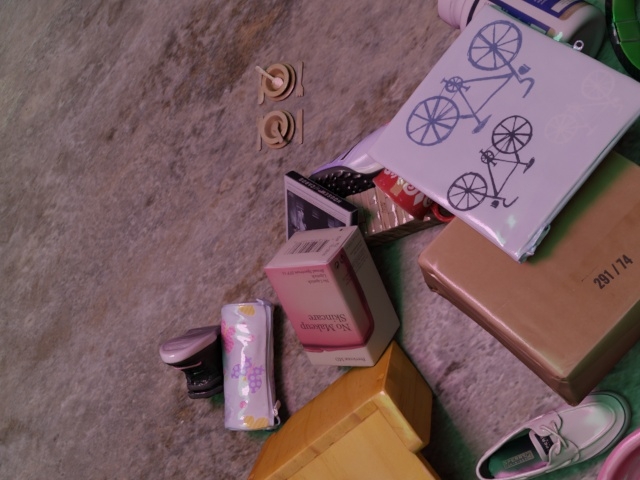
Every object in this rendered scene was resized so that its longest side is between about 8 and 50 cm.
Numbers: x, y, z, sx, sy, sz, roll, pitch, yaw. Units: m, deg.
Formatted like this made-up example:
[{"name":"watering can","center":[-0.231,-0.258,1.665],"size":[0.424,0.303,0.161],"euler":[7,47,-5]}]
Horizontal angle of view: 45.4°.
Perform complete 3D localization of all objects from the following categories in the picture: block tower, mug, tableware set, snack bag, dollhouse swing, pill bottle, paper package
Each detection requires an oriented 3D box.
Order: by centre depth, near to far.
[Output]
[{"name":"snack bag","center":[0.283,-0.177,1.168],"size":[0.342,0.037,0.323],"euler":[40,93,34]},{"name":"paper package","center":[0.372,0.030,1.171],"size":[0.325,0.168,0.309],"euler":[-46,60,-3]},{"name":"mug","center":[0.199,-0.124,1.313],"size":[0.169,0.150,0.113],"euler":[-51,23,13]},{"name":"pill bottle","center":[0.338,-0.379,1.315],"size":[0.265,0.153,0.153],"euler":[42,107,31]},{"name":"dollhouse swing","center":[0.093,0.434,1.370],"size":[0.347,0.315,0.305],"euler":[-42,94,17]},{"name":"block tower","center":[0.200,-0.079,1.407],"size":[0.336,0.091,0.097],"euler":[-19,73,32]},{"name":"tableware set","center":[-0.100,-0.299,1.675],"size":[0.128,0.039,0.194],"euler":[-5,81,34]}]

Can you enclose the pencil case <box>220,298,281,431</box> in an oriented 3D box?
[{"name":"pencil case","center":[-0.145,0.260,1.583],"size":[0.124,0.114,0.273],"euler":[-18,72,49]}]

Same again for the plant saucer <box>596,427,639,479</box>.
[{"name":"plant saucer","center":[0.565,0.414,1.093],"size":[0.332,0.084,0.332],"euler":[-5,82,34]}]

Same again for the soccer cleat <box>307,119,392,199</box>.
[{"name":"soccer cleat","center":[0.111,-0.164,1.487],"size":[0.318,0.109,0.116],"euler":[-19,49,35]}]

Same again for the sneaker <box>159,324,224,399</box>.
[{"name":"sneaker","center":[-0.251,0.264,1.581],"size":[0.105,0.296,0.146],"euler":[-9,90,4]}]

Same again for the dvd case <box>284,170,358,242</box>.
[{"name":"dvd case","center":[0.000,0.000,1.491],"size":[0.179,0.030,0.238],"euler":[32,137,34]}]

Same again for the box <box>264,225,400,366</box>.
[{"name":"box","center":[0.024,0.105,1.409],"size":[0.149,0.127,0.232],"euler":[-6,120,36]}]

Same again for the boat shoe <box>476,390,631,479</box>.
[{"name":"boat shoe","center":[0.369,0.324,1.236],"size":[0.268,0.088,0.096],"euler":[-32,67,27]}]

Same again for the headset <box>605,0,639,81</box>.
[{"name":"headset","center":[0.561,-0.375,1.085],"size":[0.185,0.394,0.243],"euler":[-11,83,-11]}]
